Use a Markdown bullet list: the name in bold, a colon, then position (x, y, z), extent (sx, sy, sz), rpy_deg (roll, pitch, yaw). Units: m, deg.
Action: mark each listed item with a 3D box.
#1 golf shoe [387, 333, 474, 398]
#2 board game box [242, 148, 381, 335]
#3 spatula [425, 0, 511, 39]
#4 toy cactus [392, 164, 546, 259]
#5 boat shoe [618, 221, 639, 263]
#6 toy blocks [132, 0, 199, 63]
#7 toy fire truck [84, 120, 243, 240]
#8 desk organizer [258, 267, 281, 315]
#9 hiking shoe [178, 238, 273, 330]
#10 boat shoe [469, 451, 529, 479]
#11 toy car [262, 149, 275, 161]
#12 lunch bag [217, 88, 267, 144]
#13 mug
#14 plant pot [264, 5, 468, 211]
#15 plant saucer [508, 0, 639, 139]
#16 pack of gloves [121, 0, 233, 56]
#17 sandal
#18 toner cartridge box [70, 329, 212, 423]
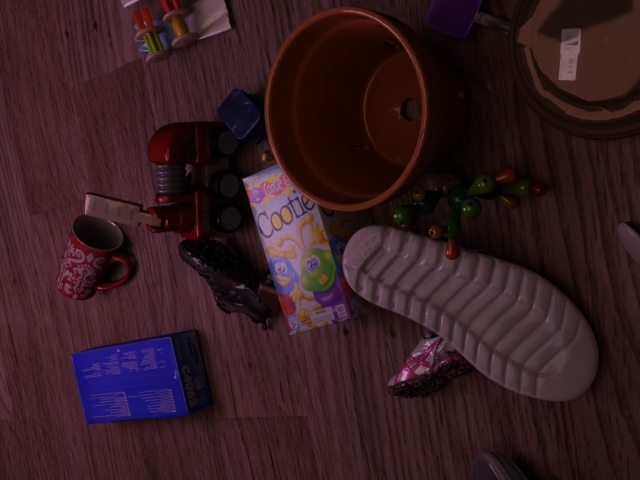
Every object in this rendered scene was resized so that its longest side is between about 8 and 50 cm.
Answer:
- **golf shoe**: position (0.177, 0.199, 1.433), extent (0.186, 0.068, 0.085), rpy_deg (-38, 42, 41)
- **board game box**: position (0.000, 0.000, 1.477), extent (0.144, 0.142, 0.275), rpy_deg (-20, 86, 39)
- **spatula**: position (0.279, -0.303, 1.273), extent (0.297, 0.030, 0.084), rpy_deg (30, 110, 27)
- **toy cactus**: position (0.208, -0.061, 1.311), extent (0.180, 0.219, 0.112), rpy_deg (-122, 10, -68)
- **boat shoe**: position (0.455, 0.019, 1.189), extent (0.125, 0.038, 0.046), rpy_deg (52, 167, 26)
- **toy blocks**: position (-0.304, -0.425, 1.652), extent (0.123, 0.054, 0.148), rpy_deg (-23, 87, 28)
- **toy fire truck**: position (-0.289, -0.107, 1.613), extent (0.159, 0.246, 0.216), rpy_deg (11, 105, 51)
- **desk organizer**: position (-0.075, 0.076, 1.555), extent (0.047, 0.130, 0.050), rpy_deg (19, 116, 4)
- **hiking shoe**: position (-0.184, 0.085, 1.661), extent (0.227, 0.086, 0.114), rpy_deg (34, 127, 16)
- **boat shoe**: position (0.342, 0.457, 1.329), extent (0.320, 0.103, 0.118), rpy_deg (55, 145, 24)
- **toy car**: position (-0.063, -0.178, 1.560), extent (0.060, 0.041, 0.122), rpy_deg (39, 119, 27)
- **lunch bag**: position (-0.129, -0.220, 1.591), extent (0.067, 0.065, 0.098), rpy_deg (-46, 68, 17)
- **mug**: position (-0.496, 0.053, 1.901), extent (0.150, 0.113, 0.169), rpy_deg (49, 127, 23)
- **plant pot**: position (0.089, -0.196, 1.332), extent (0.291, 0.204, 0.290), rpy_deg (6, 100, 38)
- **plant saucer**: position (0.379, -0.273, 1.172), extent (0.278, 0.041, 0.277), rpy_deg (3, 95, 31)
- **pack of gloves**: position (-0.275, -0.464, 1.688), extent (0.232, 0.046, 0.194), rpy_deg (-13, 91, 28)
- **sandal**: position (0.233, 0.088, 1.340), extent (0.416, 0.102, 0.169), rpy_deg (31, 102, 16)
- **toner cartridge box**: position (-0.388, 0.295, 1.878), extent (0.348, 0.075, 0.165), rpy_deg (-13, 91, 39)
